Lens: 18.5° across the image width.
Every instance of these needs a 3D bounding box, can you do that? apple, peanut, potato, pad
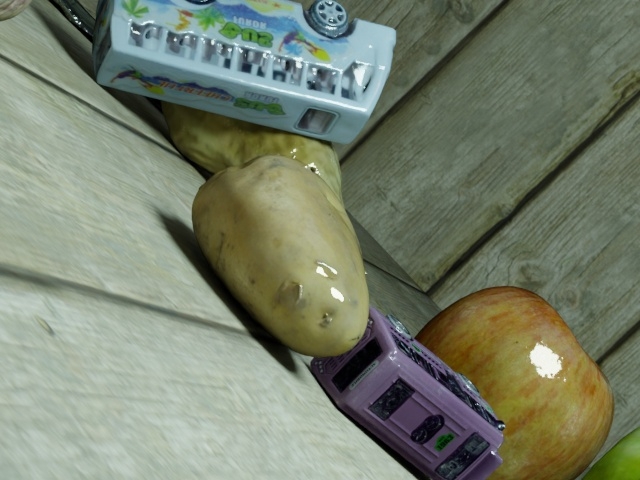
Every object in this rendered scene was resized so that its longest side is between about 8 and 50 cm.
[{"bbox_3d":[0.175,0.150,1.884,0.211,0.188,0.211,49,6,-7],"label":"apple"},{"bbox_3d":[-0.078,-0.117,2.245,0.313,0.149,0.149,49,5,18],"label":"peanut"},{"bbox_3d":[-0.028,0.006,1.660,0.161,0.128,0.235,40,11,-17],"label":"potato"},{"bbox_3d":[-0.268,-0.249,2.490,0.233,0.022,0.174,43,5,-13],"label":"pad"}]

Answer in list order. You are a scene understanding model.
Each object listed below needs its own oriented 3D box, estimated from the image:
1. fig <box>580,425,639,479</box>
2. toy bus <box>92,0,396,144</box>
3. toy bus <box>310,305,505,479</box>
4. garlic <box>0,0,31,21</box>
[{"bbox_3d":[0.302,0.300,1.547,0.233,0.233,0.314,42,15,-40],"label":"fig"},{"bbox_3d":[-0.083,-0.206,2.153,0.329,0.109,0.136,13,57,-15],"label":"toy bus"},{"bbox_3d":[0.081,0.145,1.709,0.178,0.087,0.098,40,9,-33],"label":"toy bus"},{"bbox_3d":[-0.298,-0.256,1.665,0.147,0.102,0.159,44,4,-12],"label":"garlic"}]
